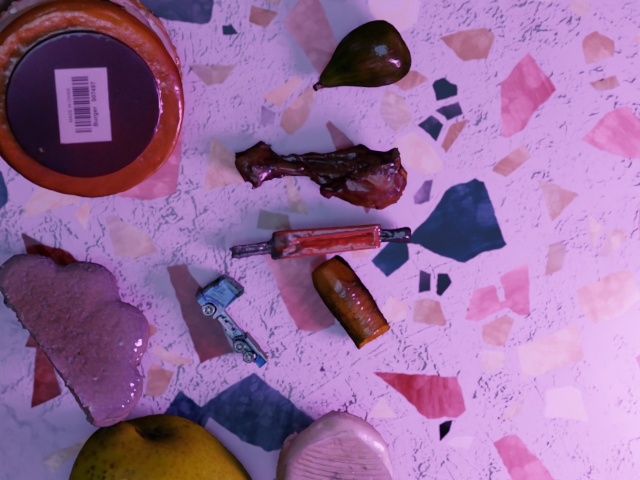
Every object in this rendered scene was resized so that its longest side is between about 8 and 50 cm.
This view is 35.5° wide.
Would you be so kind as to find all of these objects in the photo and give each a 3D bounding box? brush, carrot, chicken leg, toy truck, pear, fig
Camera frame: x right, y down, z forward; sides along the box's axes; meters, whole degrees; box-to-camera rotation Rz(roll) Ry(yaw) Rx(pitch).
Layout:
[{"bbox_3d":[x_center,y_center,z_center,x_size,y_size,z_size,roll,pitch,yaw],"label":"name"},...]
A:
[{"bbox_3d":[0.000,-0.001,1.762,0.323,0.070,0.051,-7,95,-2],"label":"brush"},{"bbox_3d":[0.053,0.110,1.775,0.082,0.082,0.173,-36,95,2],"label":"carrot"},{"bbox_3d":[0.000,-0.123,1.743,0.304,0.093,0.113,8,80,3],"label":"chicken leg"},{"bbox_3d":[-0.142,0.142,1.774,0.081,0.067,0.175,-39,99,1],"label":"toy truck"},{"bbox_3d":[-0.297,0.454,1.727,0.342,0.238,0.318,-22,107,0],"label":"pear"},{"bbox_3d":[0.064,-0.308,1.714,0.177,0.117,0.117,-17,99,21],"label":"fig"}]

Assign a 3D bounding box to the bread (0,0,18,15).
[{"bbox_3d":[-0.568,-0.421,1.631,0.134,0.141,0.148,-30,100,-3],"label":"bread"}]

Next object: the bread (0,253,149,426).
[{"bbox_3d":[-0.405,0.148,1.713,0.183,0.102,0.337,-33,78,-24],"label":"bread"}]

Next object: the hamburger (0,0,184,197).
[{"bbox_3d":[-0.378,-0.243,1.599,0.330,0.250,0.330,-7,117,-13],"label":"hamburger"}]

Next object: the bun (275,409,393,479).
[{"bbox_3d":[0.024,0.403,1.798,0.210,0.116,0.237,-2,113,-6],"label":"bun"}]
